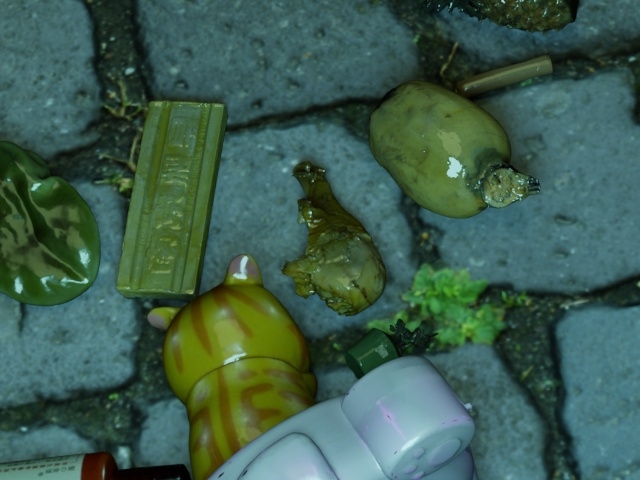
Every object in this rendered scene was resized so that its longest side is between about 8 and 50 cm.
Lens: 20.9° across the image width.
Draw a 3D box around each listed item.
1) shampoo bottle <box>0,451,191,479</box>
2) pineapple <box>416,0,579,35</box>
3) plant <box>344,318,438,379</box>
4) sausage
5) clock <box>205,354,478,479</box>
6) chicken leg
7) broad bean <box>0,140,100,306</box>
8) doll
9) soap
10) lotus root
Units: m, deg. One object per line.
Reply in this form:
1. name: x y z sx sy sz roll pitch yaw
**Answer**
1. shampoo bottle: -0.271 0.275 1.795 0.278 0.104 0.104 -7 63 4
2. pineapple: 0.201 -0.290 2.024 0.197 0.108 0.108 -2 63 20
3. plant: 0.078 0.111 1.863 0.102 0.051 0.051 -29 64 -19
4. sausage: 0.211 -0.188 2.005 0.116 0.026 0.026 -17 63 -1
5. clock: 0.005 0.269 1.656 0.322 0.295 0.113 -30 55 -8
6. chicken leg: 0.003 -0.001 1.914 0.101 0.085 0.207 -27 54 7
7. broad bean: -0.338 -0.018 1.967 0.153 0.072 0.207 -33 65 5
8. doll: -0.076 0.171 1.795 0.166 0.162 0.269 -26 52 11
9. soap: -0.168 -0.049 1.979 0.092 0.037 0.252 3 64 8
10. lotus root: 0.143 -0.094 1.914 0.118 0.125 0.221 -29 55 -36
